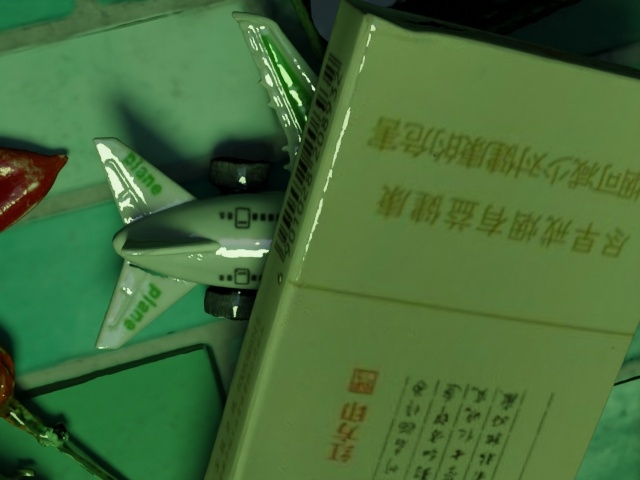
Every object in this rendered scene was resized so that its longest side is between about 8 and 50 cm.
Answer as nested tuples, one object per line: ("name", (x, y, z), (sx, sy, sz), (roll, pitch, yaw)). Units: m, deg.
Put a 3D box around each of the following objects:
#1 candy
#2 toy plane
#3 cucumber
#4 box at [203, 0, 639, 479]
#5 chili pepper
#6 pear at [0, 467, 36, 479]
("candy", (-0.160, 0.120, 0.663), (0.185, 0.049, 0.055), (41, 97, -19))
("toy plane", (-0.002, -0.001, 0.638), (0.255, 0.101, 0.251), (0, 96, -12))
("cucumber", (0.076, -0.166, 0.643), (0.193, 0.086, 0.115), (-24, 101, 2))
("box", (0.059, 0.072, 0.595), (0.205, 0.051, 0.365), (9, 110, -21))
("chili pepper", (-0.234, -0.013, 0.626), (0.191, 0.050, 0.059), (-21, 83, -13))
("pear", (-0.326, 0.199, 0.604), (0.288, 0.139, 0.239), (28, 100, -9))
